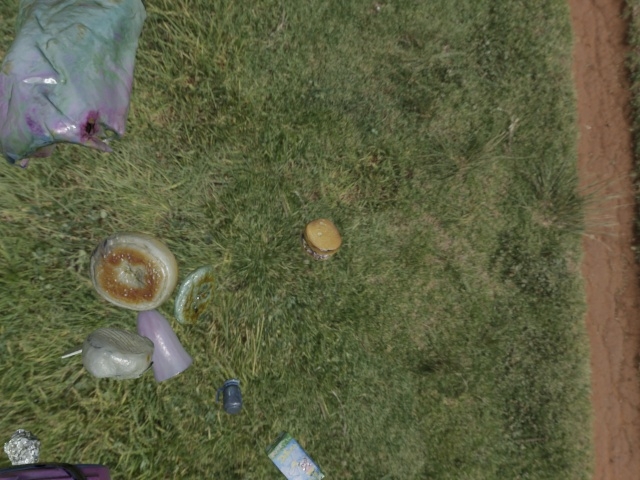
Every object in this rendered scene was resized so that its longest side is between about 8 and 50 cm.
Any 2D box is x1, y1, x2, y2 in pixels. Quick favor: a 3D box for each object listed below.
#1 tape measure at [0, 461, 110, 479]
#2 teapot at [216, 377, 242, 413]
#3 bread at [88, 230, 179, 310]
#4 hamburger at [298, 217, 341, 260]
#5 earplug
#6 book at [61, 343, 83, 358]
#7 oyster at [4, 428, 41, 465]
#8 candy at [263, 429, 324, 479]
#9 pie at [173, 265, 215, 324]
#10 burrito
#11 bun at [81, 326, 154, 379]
[{"bbox_3d":[-0.521,0.490,0.762,0.245,0.231,0.149,3,58,-15],"label":"tape measure"},{"bbox_3d":[-0.235,0.411,1.092,0.049,0.083,0.063,30,115,-34],"label":"teapot"},{"bbox_3d":[-0.650,0.100,1.481,0.305,0.159,0.305,1,108,3],"label":"bread"},{"bbox_3d":[-0.004,0.006,1.852,0.182,0.118,0.191,10,53,-17],"label":"hamburger"},{"bbox_3d":[-0.686,0.424,1.786,0.172,0.172,0.301,-24,99,-9],"label":"earplug"},{"bbox_3d":[-0.994,0.448,1.731,0.127,0.182,0.014,-18,93,-29],"label":"book"},{"bbox_3d":[-0.808,0.574,1.141,0.100,0.037,0.098,45,41,-36],"label":"oyster"},{"bbox_3d":[-0.087,0.736,1.382,0.097,0.062,0.194,-40,91,-24],"label":"candy"},{"bbox_3d":[-0.458,0.203,1.540,0.054,0.240,0.240,20,84,12],"label":"pie"},{"bbox_3d":[-0.270,-0.187,0.445,0.144,0.089,0.229,-6,63,-5],"label":"burrito"},{"bbox_3d":[-0.684,0.389,1.416,0.239,0.239,0.141,24,94,-7],"label":"bun"}]
